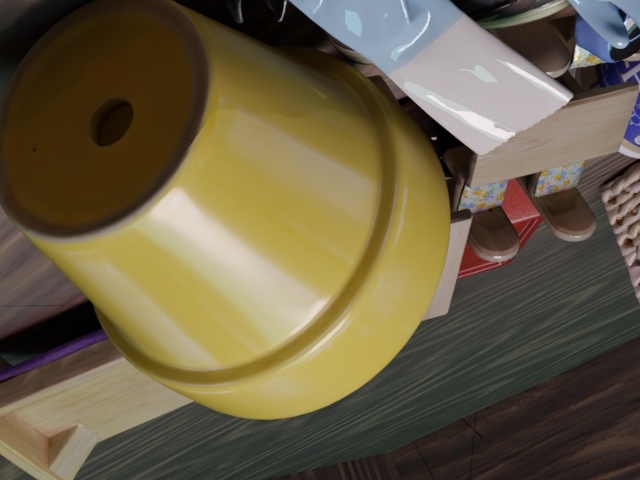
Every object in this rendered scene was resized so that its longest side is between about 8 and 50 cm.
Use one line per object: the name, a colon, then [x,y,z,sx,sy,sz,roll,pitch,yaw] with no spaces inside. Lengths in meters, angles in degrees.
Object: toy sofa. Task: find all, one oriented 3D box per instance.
toy sofa: [-0.177,0.109,1.536,0.362,0.177,0.150,-23,140,16]

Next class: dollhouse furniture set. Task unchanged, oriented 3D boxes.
dollhouse furniture set: [0.143,-0.056,1.120,0.242,0.161,0.212,-14,142,-18]

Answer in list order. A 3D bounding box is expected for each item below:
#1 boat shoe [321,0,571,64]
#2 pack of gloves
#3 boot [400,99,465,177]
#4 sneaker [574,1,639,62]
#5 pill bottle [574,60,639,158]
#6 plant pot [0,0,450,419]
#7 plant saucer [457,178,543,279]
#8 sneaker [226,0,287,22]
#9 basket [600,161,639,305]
boat shoe: [0.098,-0.175,0.930,0.223,0.080,0.073,-20,171,18]
pack of gloves: [0.091,-0.171,0.868,0.232,0.046,0.195,35,130,-28]
boot: [0.078,-0.084,1.287,0.219,0.082,0.106,-14,-177,-20]
sneaker: [0.255,-0.191,0.884,0.232,0.090,0.081,-52,153,16]
pill bottle: [0.310,-0.155,1.204,0.112,0.112,0.186,-8,161,-37]
plant pot: [-0.076,-0.033,0.945,0.254,0.254,0.239,-25,150,19]
plant saucer: [0.144,0.007,1.709,0.259,0.048,0.258,-16,165,-10]
sneaker: [-0.019,-0.186,0.725,0.051,0.089,0.170,-12,164,-26]
basket: [0.568,-0.020,1.713,0.328,0.266,0.331,-9,161,-34]
